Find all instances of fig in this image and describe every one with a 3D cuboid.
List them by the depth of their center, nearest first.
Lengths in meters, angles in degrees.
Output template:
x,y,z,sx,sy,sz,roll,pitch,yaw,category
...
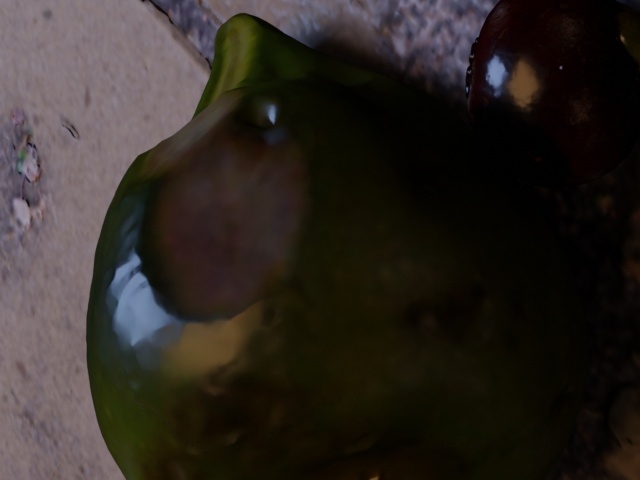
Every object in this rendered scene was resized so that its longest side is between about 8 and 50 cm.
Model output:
x,y,z,sx,sy,sz,roll,pitch,yaw,category
0.000,0.000,0.792,0.275,0.206,0.206,-99,27,-47,fig

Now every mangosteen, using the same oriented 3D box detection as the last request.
x,y,z,sx,sy,sz,roll,pitch,yaw,category
0.093,-0.058,0.719,0.081,0.081,0.081,17,112,47,mangosteen
